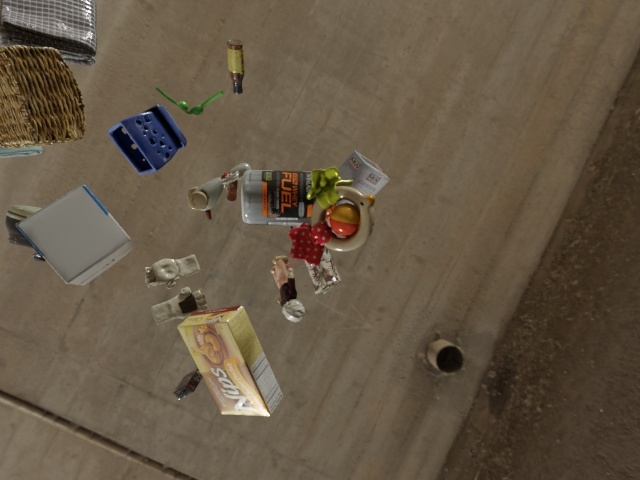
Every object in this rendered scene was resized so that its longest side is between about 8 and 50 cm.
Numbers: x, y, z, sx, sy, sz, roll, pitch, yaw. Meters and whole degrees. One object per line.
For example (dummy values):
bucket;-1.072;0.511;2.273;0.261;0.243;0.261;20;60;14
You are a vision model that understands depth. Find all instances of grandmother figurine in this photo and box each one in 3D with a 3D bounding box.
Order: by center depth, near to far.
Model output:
grandmother figurine;-0.142;0.210;1.820;0.342;0.104;0.207;-114;23;-47

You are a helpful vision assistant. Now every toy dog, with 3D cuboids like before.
toy dog;-0.456;-0.212;1.922;0.334;0.160;0.220;-21;26;15

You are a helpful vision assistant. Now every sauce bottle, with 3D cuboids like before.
sauce bottle;-0.211;-0.433;1.046;0.128;0.042;0.042;98;-168;-48

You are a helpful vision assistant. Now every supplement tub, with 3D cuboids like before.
supplement tub;-0.118;-0.157;1.559;0.207;0.339;0.206;180;90;-85

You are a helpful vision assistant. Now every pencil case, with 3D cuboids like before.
pencil case;-0.023;0.086;2.258;0.160;0.409;0.184;-23;-8;17

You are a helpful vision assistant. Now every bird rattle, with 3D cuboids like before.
bird rattle;0.029;-0.051;1.041;0.143;0.207;0.253;13;-88;-67

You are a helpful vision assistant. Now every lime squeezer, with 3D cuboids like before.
lime squeezer;-0.574;-0.601;1.806;0.058;0.311;0.109;-66;-19;-61

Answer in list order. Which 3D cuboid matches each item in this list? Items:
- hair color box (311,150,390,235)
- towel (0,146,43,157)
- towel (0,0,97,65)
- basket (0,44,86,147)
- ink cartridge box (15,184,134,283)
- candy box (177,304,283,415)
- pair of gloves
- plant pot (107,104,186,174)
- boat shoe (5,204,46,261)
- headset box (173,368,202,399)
hair color box;0.108;-0.200;1.868;0.374;0.186;0.113;-46;50;21
towel;-1.294;-0.467;1.570;0.090;0.319;0.375;-12;8;30
towel;-0.912;-0.740;1.403;0.121;0.284;0.234;-30;65;53
basket;-0.933;-0.463;1.356;0.213;0.223;0.298;-38;-54;-53
ink cartridge box;-0.595;-0.004;1.046;0.168;0.171;0.233;-41;9;-21
candy box;-0.251;0.345;1.177;0.183;0.316;0.087;-11;20;28
pair of gloves;-0.551;0.181;1.588;0.042;0.205;0.239;147;110;-68
plant pot;-0.733;-0.440;1.795;0.236;0.235;0.212;5;43;50
boat shoe;-0.897;0.007;1.442;0.187;0.501;0.155;4;-78;-69
headset box;-0.394;0.429;1.239;0.062;0.032;0.083;-33;12;20
